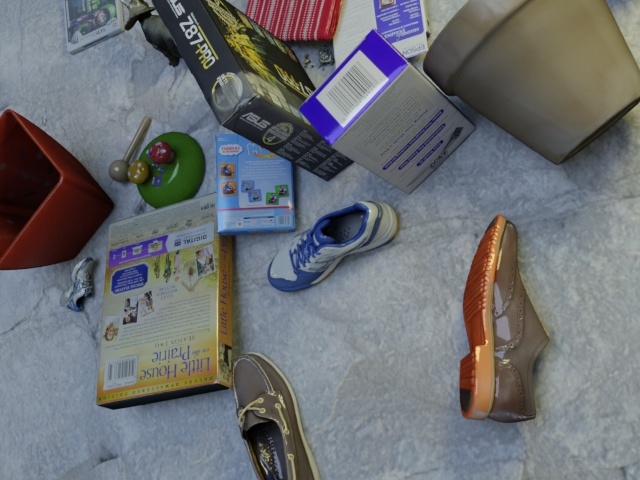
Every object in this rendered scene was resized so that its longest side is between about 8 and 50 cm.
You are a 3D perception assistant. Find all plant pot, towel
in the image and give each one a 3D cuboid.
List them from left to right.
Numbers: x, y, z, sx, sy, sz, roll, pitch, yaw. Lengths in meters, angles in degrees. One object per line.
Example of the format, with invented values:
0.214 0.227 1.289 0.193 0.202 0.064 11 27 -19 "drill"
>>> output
-0.641 -0.093 1.942 0.267 0.236 0.267 -50 61 10 "plant pot"
-0.054 -0.518 1.814 0.275 0.031 0.199 11 86 42 "towel"
0.381 -0.290 1.427 0.323 0.323 0.280 -40 80 15 "plant pot"

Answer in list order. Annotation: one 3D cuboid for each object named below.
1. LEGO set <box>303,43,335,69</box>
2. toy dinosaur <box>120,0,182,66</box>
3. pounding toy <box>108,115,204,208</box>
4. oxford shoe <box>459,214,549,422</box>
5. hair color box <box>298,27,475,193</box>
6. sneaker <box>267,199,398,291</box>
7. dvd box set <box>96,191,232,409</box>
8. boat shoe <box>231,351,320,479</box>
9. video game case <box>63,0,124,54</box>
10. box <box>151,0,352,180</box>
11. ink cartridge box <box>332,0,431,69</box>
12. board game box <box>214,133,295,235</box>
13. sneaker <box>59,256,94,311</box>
-0.002 -0.384 1.787 0.083 0.023 0.054 -20 71 23 "LEGO set"
-0.327 -0.458 1.897 0.313 0.160 0.121 29 94 31 "toy dinosaur"
-0.381 -0.177 1.894 0.237 0.110 0.183 29 93 29 "pounding toy"
0.322 0.134 1.471 0.133 0.130 0.363 9 74 -4 "oxford shoe"
0.128 -0.215 1.500 0.185 0.339 0.110 -45 61 13 "hair color box"
0.000 0.000 1.643 0.296 0.131 0.112 -32 68 20 "sneaker"
-0.324 0.126 1.789 0.307 0.062 0.420 -15 63 24 "dvd box set"
-0.103 0.359 1.638 0.116 0.097 0.324 -32 66 20 "boat shoe"
-0.573 -0.582 2.134 0.173 0.022 0.190 -16 72 24 "video game case"
-0.116 -0.300 1.616 0.097 0.395 0.318 -36 65 18 "box"
0.119 -0.438 1.721 0.206 0.045 0.208 -12 72 26 "ink cartridge box"
-0.135 -0.119 1.756 0.160 0.039 0.211 -3 77 0 "board game box"
-0.547 0.104 1.962 0.058 0.052 0.135 28 100 20 "sneaker"
